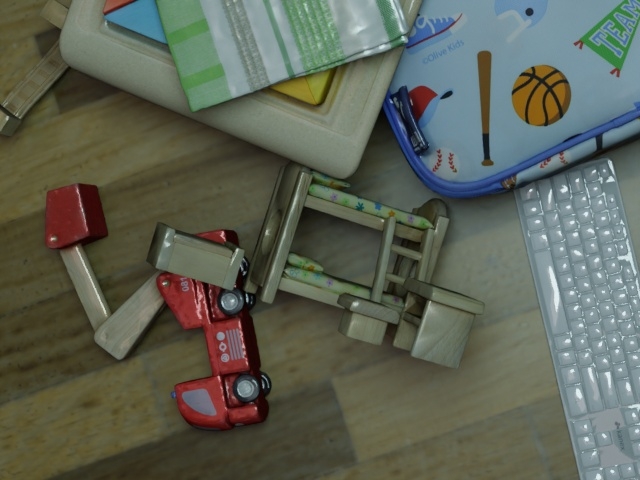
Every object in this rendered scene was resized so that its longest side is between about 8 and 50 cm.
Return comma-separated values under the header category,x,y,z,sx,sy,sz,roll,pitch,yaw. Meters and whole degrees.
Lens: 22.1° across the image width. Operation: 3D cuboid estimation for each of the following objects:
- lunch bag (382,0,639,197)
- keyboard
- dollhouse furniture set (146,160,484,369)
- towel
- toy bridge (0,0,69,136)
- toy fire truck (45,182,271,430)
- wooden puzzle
category,x,y,z,sx,sy,sz,roll,pitch,yaw
lunch bag,0.153,-0.174,1.081,0.303,0.115,0.243,-23,85,18
keyboard,0.196,0.074,1.134,0.072,0.014,0.256,-13,86,9
dollhouse furniture set,0.000,0.000,1.063,0.182,0.161,0.101,17,91,-17
towel,-0.028,-0.154,1.025,0.152,0.023,0.113,-17,90,16
toy bridge,-0.180,-0.158,1.178,0.026,0.063,0.188,34,93,9
toy fire truck,-0.116,0.047,1.170,0.135,0.047,0.192,-11,88,9
wooden puzzle,-0.041,-0.183,1.051,0.221,0.044,0.238,23,105,9
